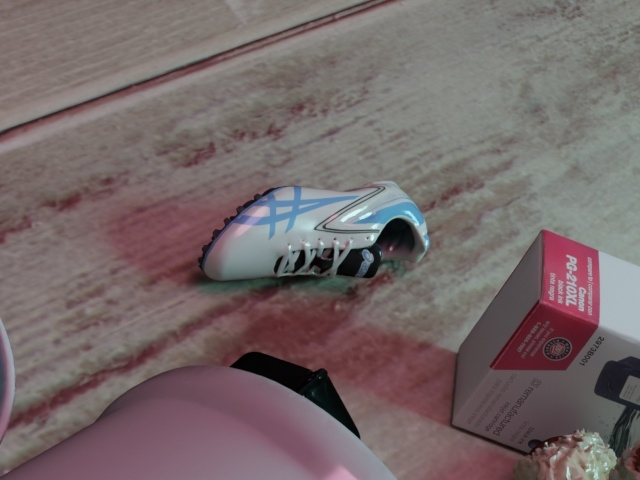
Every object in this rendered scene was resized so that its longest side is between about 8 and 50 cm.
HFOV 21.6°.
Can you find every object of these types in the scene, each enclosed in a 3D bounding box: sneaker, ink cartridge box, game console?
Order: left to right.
[{"bbox_3d":[-0.043,0.154,1.363,0.122,0.071,0.107,-38,103,-47],"label":"game console"},{"bbox_3d":[0.000,0.000,1.490,0.237,0.085,0.086,-12,51,-37],"label":"sneaker"},{"bbox_3d":[0.258,0.116,1.453,0.237,0.172,0.100,21,41,-10],"label":"ink cartridge box"}]

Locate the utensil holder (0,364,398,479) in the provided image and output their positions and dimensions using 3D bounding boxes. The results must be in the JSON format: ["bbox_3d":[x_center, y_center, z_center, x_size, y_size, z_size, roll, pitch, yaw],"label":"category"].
[{"bbox_3d":[-0.148,0.294,0.927,0.327,0.328,0.385,45,45,18],"label":"utensil holder"}]

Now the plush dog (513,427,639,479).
[{"bbox_3d":[0.308,0.246,1.345,0.225,0.262,0.211,-6,84,-22],"label":"plush dog"}]

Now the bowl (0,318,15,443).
[{"bbox_3d":[-0.366,0.124,1.078,0.311,0.163,0.312,15,39,-13],"label":"bowl"}]
